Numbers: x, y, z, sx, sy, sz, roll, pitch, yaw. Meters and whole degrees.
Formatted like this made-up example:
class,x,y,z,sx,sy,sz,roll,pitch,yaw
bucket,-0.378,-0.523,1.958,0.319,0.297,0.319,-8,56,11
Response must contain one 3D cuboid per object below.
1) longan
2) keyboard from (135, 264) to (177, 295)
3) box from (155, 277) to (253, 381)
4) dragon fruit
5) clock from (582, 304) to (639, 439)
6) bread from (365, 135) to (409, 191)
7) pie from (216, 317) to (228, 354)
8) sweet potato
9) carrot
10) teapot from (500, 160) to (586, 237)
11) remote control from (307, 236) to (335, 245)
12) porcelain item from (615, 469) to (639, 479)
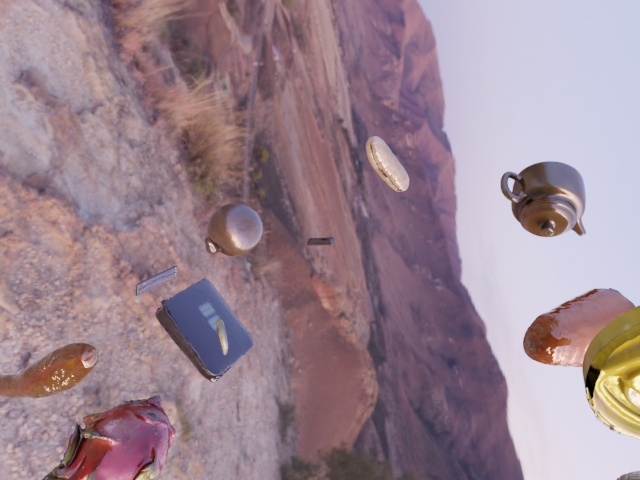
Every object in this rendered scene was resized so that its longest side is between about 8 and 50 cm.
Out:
class,x,y,z,sx,sy,sz,roll,pitch,yaw
longan,-0.287,-0.028,1.838,0.185,0.204,0.159,43,15,-47
keyboard,-0.511,0.125,1.789,0.155,0.010,0.053,-28,145,-45
box,-0.428,0.330,2.165,0.350,0.091,0.359,53,23,1
dragon fruit,-0.412,0.401,1.094,0.200,0.269,0.198,-123,-146,-48
clock,0.511,0.172,0.781,0.277,0.293,0.071,44,33,-20
bread,0.196,-0.213,1.668,0.214,0.073,0.053,47,19,-37
pie,-0.211,0.205,1.227,0.085,0.017,0.085,169,-90,-77
sweet potato,-0.709,0.347,1.438,0.109,0.385,0.109,59,17,-31
carrot,0.505,0.186,1.133,0.159,0.224,0.159,31,-55,59
teapot,0.587,-0.093,1.502,0.186,0.267,0.175,126,-15,-51
remote control,0.000,0.000,1.731,0.016,0.091,0.034,58,41,-40
porcelain item,0.819,0.716,1.455,0.253,0.252,0.253,-11,90,-80
